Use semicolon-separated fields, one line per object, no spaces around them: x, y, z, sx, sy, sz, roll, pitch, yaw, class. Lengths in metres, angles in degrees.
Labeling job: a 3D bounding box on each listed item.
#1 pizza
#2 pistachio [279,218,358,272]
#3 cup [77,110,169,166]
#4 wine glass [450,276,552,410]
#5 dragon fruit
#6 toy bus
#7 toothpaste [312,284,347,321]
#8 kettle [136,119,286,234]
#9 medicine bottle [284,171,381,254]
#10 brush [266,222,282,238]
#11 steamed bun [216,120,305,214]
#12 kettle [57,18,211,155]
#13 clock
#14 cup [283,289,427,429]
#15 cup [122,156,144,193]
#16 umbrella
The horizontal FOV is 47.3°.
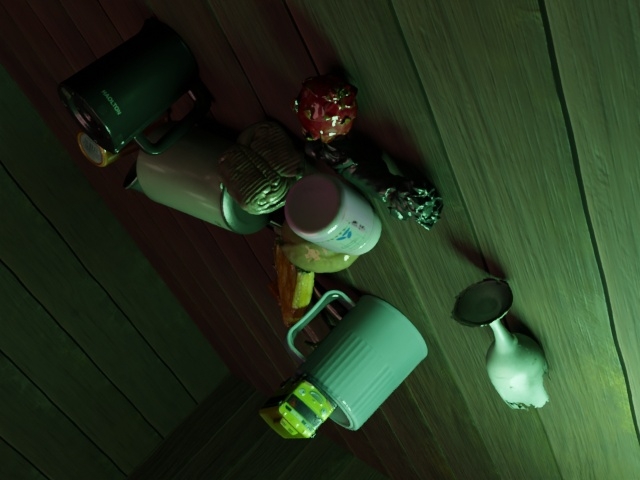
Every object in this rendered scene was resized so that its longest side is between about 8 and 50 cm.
-0.082;0.085;2.207;0.280;0.075;0.288;113;147;-51;pizza
0.000;0.000;1.901;0.293;0.181;0.162;5;98;54;pistachio
-0.590;-0.344;2.235;0.226;0.264;0.182;-1;122;47;cup
0.409;0.236;1.610;0.143;0.143;0.321;15;146;52;wine glass
0.010;-0.265;1.457;0.166;0.136;0.133;83;169;-62;dragon fruit
-0.066;0.459;1.991;0.128;0.150;0.262;45;158;-1;toy bus
0.055;0.233;2.363;0.248;0.047;0.078;44;164;9;toothpaste
-0.274;-0.151;2.063;0.376;0.250;0.361;23;170;39;kettle
0.036;-0.051;1.642;0.152;0.152;0.254;33;-178;28;medicine bottle
-0.189;-0.065;2.277;0.299;0.042;0.039;27;-174;40;brush
-0.134;-0.162;1.790;0.218;0.211;0.144;48;170;21;steamed bun
-0.456;-0.374;1.846;0.262;0.308;0.203;43;157;8;kettle
-0.061;0.223;2.449;0.255;0.106;0.220;55;168;-4;clock
0.095;0.330;2.098;0.331;0.311;0.257;55;156;-22;cup
-0.565;-0.224;2.525;0.150;0.199;0.199;35;164;-26;cup
0.107;-0.142;1.537;0.349;0.094;0.143;33;161;33;umbrella
